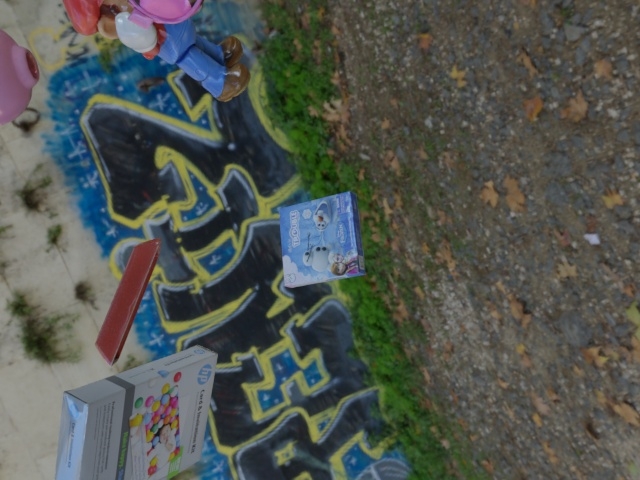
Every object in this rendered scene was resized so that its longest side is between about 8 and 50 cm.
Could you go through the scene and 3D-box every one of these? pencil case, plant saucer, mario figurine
[{"bbox_3d":[-0.147,-0.302,0.598,0.098,0.095,0.209,-55,19,37],"label":"pencil case"},{"bbox_3d":[-0.400,0.124,1.189,0.258,0.048,0.259,153,137,-71],"label":"plant saucer"},{"bbox_3d":[-0.241,-0.352,0.891,0.321,0.170,0.198,22,-177,-43],"label":"mario figurine"}]

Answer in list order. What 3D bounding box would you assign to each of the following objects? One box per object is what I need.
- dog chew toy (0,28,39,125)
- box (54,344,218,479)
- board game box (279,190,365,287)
[{"bbox_3d":[-0.525,-0.189,0.708,0.206,0.332,0.206,168,90,-86],"label":"dog chew toy"},{"bbox_3d":[-0.194,0.206,0.620,0.186,0.038,0.145,-9,-68,-62],"label":"box"},{"bbox_3d":[0.000,0.000,0.621,0.020,0.090,0.090,21,-120,-60],"label":"board game box"}]
